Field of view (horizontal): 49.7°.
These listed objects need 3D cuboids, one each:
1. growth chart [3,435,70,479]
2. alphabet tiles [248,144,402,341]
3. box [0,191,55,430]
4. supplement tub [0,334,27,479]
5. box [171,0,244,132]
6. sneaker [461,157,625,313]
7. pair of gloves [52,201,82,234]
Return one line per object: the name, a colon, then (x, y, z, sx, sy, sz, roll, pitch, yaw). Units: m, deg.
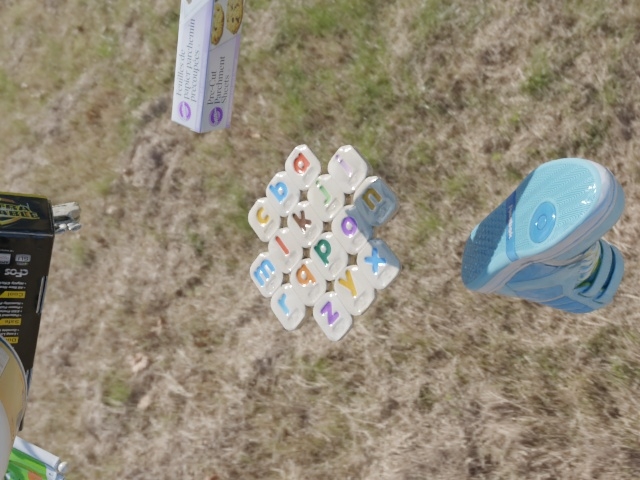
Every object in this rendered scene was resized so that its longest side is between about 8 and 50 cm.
growth chart: (-0.437, 0.399, 1.050, 0.171, 0.021, 0.238, 10, 111, 19)
alphabet tiles: (0.000, 0.000, 1.066, 0.284, 0.021, 0.278, -52, 59, 25)
box: (-0.429, 0.070, 0.633, 0.079, 0.321, 0.257, 57, 135, 47)
supplement tub: (-0.305, 0.141, 0.519, 0.144, 0.144, 0.199, -68, 18, -2)
box: (-0.145, -0.310, 0.928, 0.063, 0.067, 0.324, 26, 118, 30)
sneaker: (0.340, 0.004, 0.903, 0.319, 0.208, 0.127, 130, 153, -68)
pair of gloves: (-0.574, -0.022, 1.309, 0.204, 0.240, 0.042, -158, 57, -67)
